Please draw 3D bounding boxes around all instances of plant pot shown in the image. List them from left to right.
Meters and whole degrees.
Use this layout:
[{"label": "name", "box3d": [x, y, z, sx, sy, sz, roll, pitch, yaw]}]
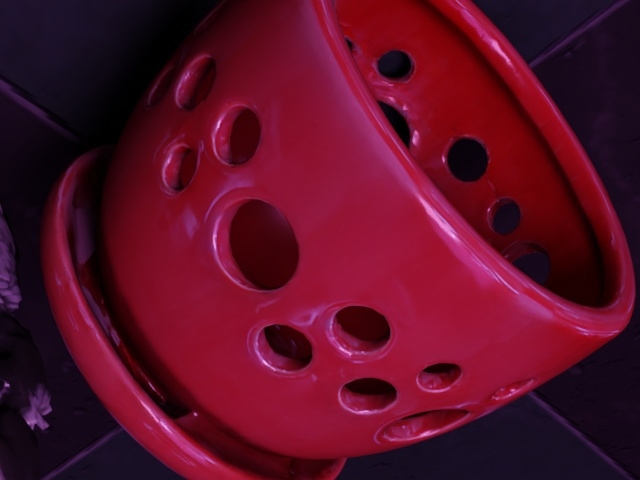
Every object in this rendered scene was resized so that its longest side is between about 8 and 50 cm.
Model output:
[{"label": "plant pot", "box3d": [0.000, 0.000, 0.617, 0.174, 0.191, 0.191, -38, 134, 23]}]

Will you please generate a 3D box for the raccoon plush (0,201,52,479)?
[{"label": "raccoon plush", "box3d": [-0.299, 0.004, 0.554, 0.299, 0.216, 0.446, -16, 122, 11]}]
